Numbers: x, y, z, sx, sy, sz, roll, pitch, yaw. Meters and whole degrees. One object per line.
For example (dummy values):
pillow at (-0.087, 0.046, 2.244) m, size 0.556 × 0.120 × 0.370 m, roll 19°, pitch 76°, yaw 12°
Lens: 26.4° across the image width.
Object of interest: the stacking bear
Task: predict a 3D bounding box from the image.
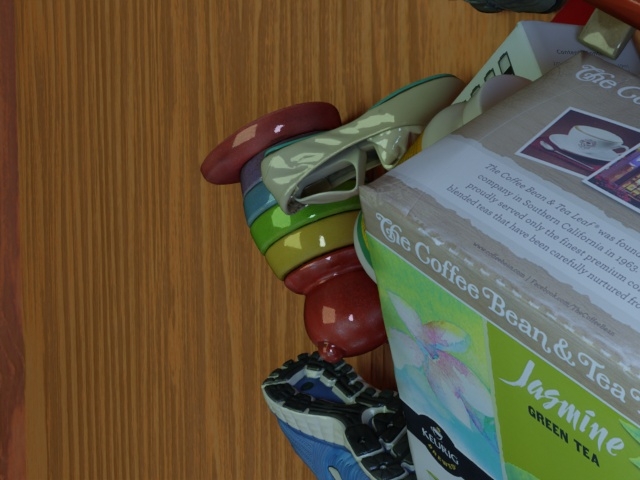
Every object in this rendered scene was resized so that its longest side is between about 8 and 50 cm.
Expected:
stacking bear at (0.000, 0.000, 1.598) m, size 0.289 × 0.175 × 0.164 m, roll 68°, pitch 154°, yaw 13°

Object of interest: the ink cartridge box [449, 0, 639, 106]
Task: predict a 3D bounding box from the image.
ink cartridge box at (0.180, -0.059, 1.290) m, size 0.309 × 0.130 × 0.272 m, roll -51°, pitch 49°, yaw 50°

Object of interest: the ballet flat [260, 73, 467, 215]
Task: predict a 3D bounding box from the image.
ballet flat at (0.052, -0.094, 1.466) m, size 0.248 × 0.086 × 0.086 m, roll -24°, pitch 68°, yaw 21°

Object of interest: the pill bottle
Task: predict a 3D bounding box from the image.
pill bottle at (0.120, -0.042, 1.142) m, size 0.208 × 0.118 × 0.117 m, roll -52°, pitch 49°, yaw 49°

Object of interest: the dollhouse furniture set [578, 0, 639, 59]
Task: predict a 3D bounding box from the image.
dollhouse furniture set at (0.246, -0.164, 1.009) m, size 0.259 × 0.262 × 0.135 m, roll 36°, pitch 96°, yaw 32°

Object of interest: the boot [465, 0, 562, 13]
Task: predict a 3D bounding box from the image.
boot at (0.169, -0.252, 1.267) m, size 0.246 × 0.161 × 0.083 m, roll 25°, pitch 101°, yaw 59°

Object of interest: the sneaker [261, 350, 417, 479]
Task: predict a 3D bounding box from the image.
sneaker at (0.073, 0.244, 1.538) m, size 0.330 × 0.130 × 0.147 m, roll 28°, pitch 144°, yaw 47°

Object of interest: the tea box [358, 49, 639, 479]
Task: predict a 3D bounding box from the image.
tea box at (0.226, 0.100, 0.919) m, size 0.329 × 0.220 × 0.323 m, roll 36°, pitch 149°, yaw 43°
